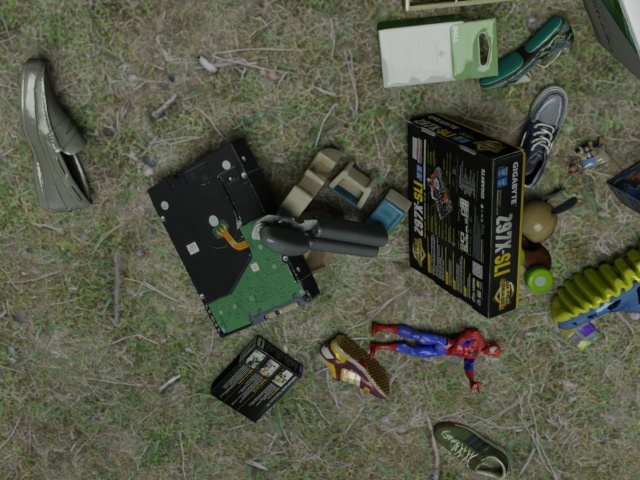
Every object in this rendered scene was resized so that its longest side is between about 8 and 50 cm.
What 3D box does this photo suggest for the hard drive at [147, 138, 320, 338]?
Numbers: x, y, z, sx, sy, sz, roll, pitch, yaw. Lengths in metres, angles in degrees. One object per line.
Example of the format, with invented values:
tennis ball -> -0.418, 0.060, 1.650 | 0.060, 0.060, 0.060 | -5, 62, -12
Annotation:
hard drive -> -0.171, 0.001, 1.683 | 0.237, 0.064, 0.339 | -25, 92, 31

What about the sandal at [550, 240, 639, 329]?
sandal -> 0.620, 0.102, 1.729 | 0.317, 0.126, 0.138 | -30, 115, 19

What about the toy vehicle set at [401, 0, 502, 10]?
toy vehicle set -> 0.270, -0.492, 1.465 | 0.267, 0.035, 0.166 | -7, 117, -4

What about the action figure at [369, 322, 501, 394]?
action figure -> 0.248, 0.245, 1.823 | 0.280, 0.139, 0.091 | 2, 119, 0

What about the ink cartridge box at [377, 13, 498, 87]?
ink cartridge box -> 0.212, -0.347, 1.556 | 0.209, 0.062, 0.109 | -5, 117, 6

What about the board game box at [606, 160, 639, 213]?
board game box -> 0.646, -0.104, 1.575 | 0.194, 0.194, 0.060 | -35, 110, 20

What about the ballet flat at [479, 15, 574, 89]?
ballet flat -> 0.380, -0.324, 1.558 | 0.188, 0.070, 0.070 | -37, 109, 24

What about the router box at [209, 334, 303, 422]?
router box -> -0.145, 0.315, 1.934 | 0.133, 0.046, 0.179 | 37, 114, -15

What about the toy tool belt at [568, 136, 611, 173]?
toy tool belt -> 0.511, -0.164, 1.642 | 0.083, 0.052, 0.051 | -17, 84, 9

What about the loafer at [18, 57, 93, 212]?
loafer -> -0.510, -0.200, 1.666 | 0.112, 0.112, 0.319 | -1, 125, -1

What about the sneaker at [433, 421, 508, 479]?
sneaker -> 0.349, 0.487, 1.963 | 0.192, 0.086, 0.064 | 26, 116, -9

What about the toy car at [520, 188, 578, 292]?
toy car -> 0.426, -0.020, 1.671 | 0.149, 0.155, 0.188 | 38, 101, -14

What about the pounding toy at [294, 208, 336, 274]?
pounding toy -> -0.045, 0.012, 1.723 | 0.100, 0.130, 0.141 | 38, 120, 25

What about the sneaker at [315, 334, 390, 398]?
sneaker -> 0.073, 0.291, 1.899 | 0.084, 0.069, 0.185 | -37, 103, 30

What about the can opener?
can opener -> 0.000, 0.000, 1.594 | 0.280, 0.093, 0.074 | 5, 143, -32

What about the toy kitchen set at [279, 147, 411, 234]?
toy kitchen set -> 0.038, -0.052, 1.656 | 0.207, 0.166, 0.122 | 35, 136, -2

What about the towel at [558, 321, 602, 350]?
towel -> 0.558, 0.196, 1.840 | 0.060, 0.009, 0.083 | -40, 108, 20

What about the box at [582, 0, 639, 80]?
box -> 0.471, -0.389, 1.369 | 0.058, 0.322, 0.232 | -25, 112, 12

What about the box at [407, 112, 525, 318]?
box -> 0.265, -0.049, 1.601 | 0.079, 0.257, 0.322 | -16, 119, -23

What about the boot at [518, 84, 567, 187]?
boot -> 0.417, -0.192, 1.607 | 0.069, 0.086, 0.190 | 14, 118, -3
